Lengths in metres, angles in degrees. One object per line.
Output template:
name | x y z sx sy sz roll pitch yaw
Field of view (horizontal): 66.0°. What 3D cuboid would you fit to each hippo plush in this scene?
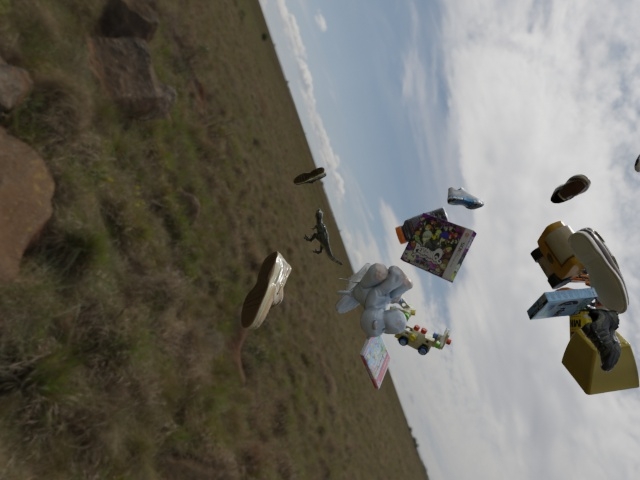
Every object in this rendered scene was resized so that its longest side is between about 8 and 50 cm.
hippo plush | 0.222 0.241 1.891 0.234 0.294 0.237 96 -6 -52

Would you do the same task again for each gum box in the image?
gum box | 0.856 0.226 1.754 0.157 0.184 0.041 94 -10 -57

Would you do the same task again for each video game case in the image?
video game case | 0.447 0.023 1.887 0.232 0.210 0.041 26 -2 41
video game case | 0.287 0.599 2.541 0.204 0.025 0.285 -58 136 -40

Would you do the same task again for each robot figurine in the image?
robot figurine | 1.253 0.214 2.349 0.085 0.290 0.211 92 -2 -72

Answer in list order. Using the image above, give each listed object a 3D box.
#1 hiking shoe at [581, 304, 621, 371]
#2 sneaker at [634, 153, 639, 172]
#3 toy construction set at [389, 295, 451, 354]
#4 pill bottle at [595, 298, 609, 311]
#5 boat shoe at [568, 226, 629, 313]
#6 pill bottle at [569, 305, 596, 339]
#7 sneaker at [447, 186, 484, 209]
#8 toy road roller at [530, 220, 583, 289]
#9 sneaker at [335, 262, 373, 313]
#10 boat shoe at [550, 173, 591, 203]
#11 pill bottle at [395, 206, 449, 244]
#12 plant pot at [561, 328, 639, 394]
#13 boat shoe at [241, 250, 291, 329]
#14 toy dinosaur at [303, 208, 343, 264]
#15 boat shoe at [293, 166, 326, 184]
hiking shoe | 0.934 0.330 1.658 0.086 0.114 0.227 83 23 -53
sneaker | 1.128 -0.276 1.599 0.081 0.211 0.080 -110 174 -55
toy construction set | 0.463 0.420 2.331 0.151 0.327 0.215 -14 129 -56
pill bottle | 1.258 0.210 2.154 0.108 0.108 0.194 68 26 -75
boat shoe | 1.018 0.103 1.775 0.325 0.096 0.116 62 -34 9
pill bottle | 1.199 0.409 2.245 0.119 0.119 0.209 68 27 -72
sneaker | 0.628 -0.189 2.125 0.071 0.190 0.083 -39 -135 54
toy road roller | 1.100 0.047 2.160 0.330 0.240 0.203 75 -6 -61
sneaker | 0.150 0.204 2.113 0.091 0.258 0.094 37 -15 42
boat shoe | 1.163 -0.227 2.306 0.095 0.095 0.257 45 -8 9
pill bottle | 0.476 -0.058 2.295 0.130 0.245 0.131 -18 90 -76
plant pot | 1.121 0.460 1.971 0.212 0.212 0.187 -97 178 -65
boat shoe | -0.183 0.192 1.793 0.110 0.121 0.341 44 44 -26
toy dinosaur | 0.000 0.000 2.126 0.064 0.118 0.268 -10 76 -51
boat shoe | -0.044 -0.272 2.168 0.049 0.152 0.056 54 25 -47
